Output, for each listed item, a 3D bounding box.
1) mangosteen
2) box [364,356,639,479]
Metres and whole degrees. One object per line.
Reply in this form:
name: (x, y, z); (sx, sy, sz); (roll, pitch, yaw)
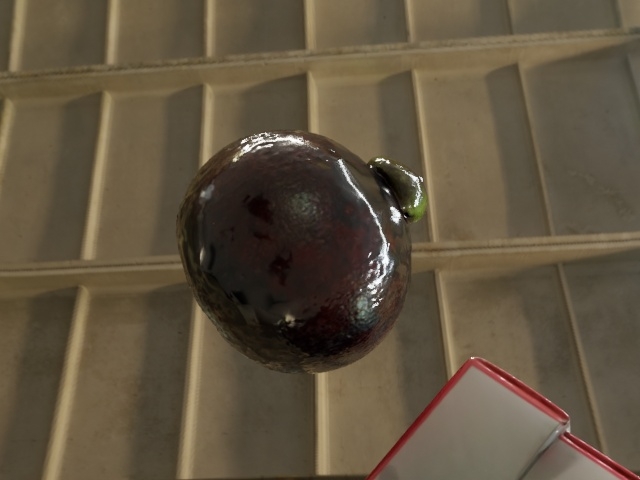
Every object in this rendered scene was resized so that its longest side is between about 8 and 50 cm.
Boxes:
mangosteen: (-0.008, 0.003, 0.495); (0.216, 0.216, 0.215); (-2, -115, 4)
box: (0.144, 0.333, 0.394); (0.314, 0.312, 0.300); (-44, -131, -18)
